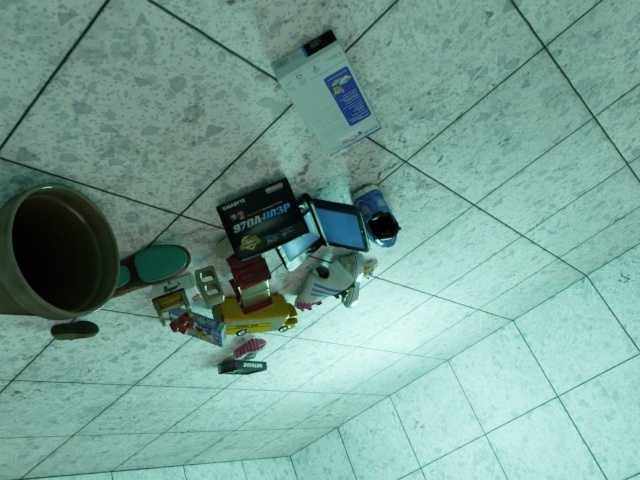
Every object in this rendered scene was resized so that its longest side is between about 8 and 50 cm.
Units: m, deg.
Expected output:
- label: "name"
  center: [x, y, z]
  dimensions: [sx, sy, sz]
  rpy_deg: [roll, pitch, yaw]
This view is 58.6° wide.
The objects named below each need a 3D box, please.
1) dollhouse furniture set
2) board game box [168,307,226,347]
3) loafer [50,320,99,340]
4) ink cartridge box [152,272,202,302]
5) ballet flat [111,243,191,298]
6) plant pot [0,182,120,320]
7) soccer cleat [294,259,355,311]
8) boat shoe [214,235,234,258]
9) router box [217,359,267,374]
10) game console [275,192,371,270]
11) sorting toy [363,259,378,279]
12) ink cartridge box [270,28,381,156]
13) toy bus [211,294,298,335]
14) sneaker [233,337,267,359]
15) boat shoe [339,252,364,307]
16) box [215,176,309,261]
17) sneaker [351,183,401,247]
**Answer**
- label: "dollhouse furniture set"
  center: [-0.346, 0.165, 1.838]
  dimensions: [0.374, 0.152, 0.201]
  rpy_deg: [-19, 149, -17]
- label: "board game box"
  center: [-0.435, 0.306, 2.028]
  dimensions: [0.201, 0.035, 0.136]
  rpy_deg: [19, 145, 6]
- label: "loafer"
  center: [-0.807, 0.299, 1.878]
  dimensions: [0.148, 0.056, 0.050]
  rpy_deg: [3, 142, -20]
- label: "ink cartridge box"
  center: [-0.474, 0.174, 1.893]
  dimensions: [0.135, 0.056, 0.099]
  rpy_deg: [-20, 149, -6]
- label: "ballet flat"
  center: [-0.539, 0.102, 1.709]
  dimensions: [0.343, 0.116, 0.124]
  rpy_deg: [-23, 169, 0]
- label: "plant pot"
  center: [-0.702, 0.053, 1.373]
  dimensions: [0.281, 0.323, 0.323]
  rpy_deg: [-16, 153, 22]
- label: "soccer cleat"
  center: [-0.006, 0.164, 2.150]
  dimensions: [0.331, 0.143, 0.116]
  rpy_deg: [-28, -172, 46]
- label: "boat shoe"
  center: [-0.237, -0.017, 1.774]
  dimensions: [0.206, 0.075, 0.065]
  rpy_deg: [-33, -169, 6]
- label: "router box"
  center: [-0.347, 0.569, 2.550]
  dimensions: [0.133, 0.046, 0.179]
  rpy_deg: [-22, 155, 37]
- label: "game console"
  center: [0.000, 0.000, 1.806]
  dimensions: [0.250, 0.173, 0.293]
  rpy_deg: [-40, 150, -11]
- label: "sorting toy"
  center: [0.198, 0.109, 2.251]
  dimensions: [0.075, 0.045, 0.083]
  rpy_deg: [-42, 149, -6]
- label: "ink cartridge box"
  center: [0.024, -0.350, 1.411]
  dimensions: [0.165, 0.065, 0.332]
  rpy_deg: [-28, 147, 8]
- label: "toy bus"
  center: [-0.237, 0.278, 2.157]
  dimensions: [0.333, 0.108, 0.130]
  rpy_deg: [0, 140, -32]
- label: "sneaker"
  center: [-0.292, 0.470, 2.458]
  dimensions: [0.170, 0.063, 0.075]
  rpy_deg: [-29, 148, 20]
- label: "boat shoe"
  center: [0.103, 0.153, 2.211]
  dimensions: [0.094, 0.109, 0.302]
  rpy_deg: [0, 136, -7]
- label: "box"
  center: [-0.162, -0.058, 1.629]
  dimensions: [0.220, 0.175, 0.051]
  rpy_deg: [-22, 178, 0]
- label: "sneaker"
  center: [0.195, -0.044, 1.905]
  dimensions: [0.130, 0.147, 0.330]
  rpy_deg: [-27, 149, 7]
